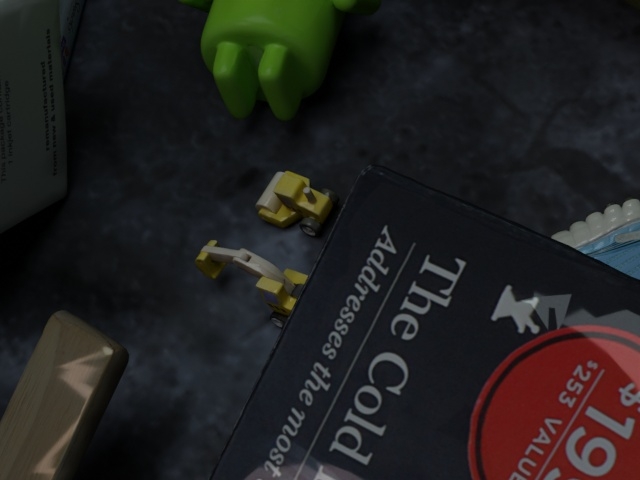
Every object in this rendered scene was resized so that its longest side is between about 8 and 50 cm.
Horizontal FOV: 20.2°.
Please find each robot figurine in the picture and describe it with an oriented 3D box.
[{"bbox_3d":[-0.022,-0.118,0.924,0.101,0.067,0.115,3,58,21],"label":"robot figurine"}]

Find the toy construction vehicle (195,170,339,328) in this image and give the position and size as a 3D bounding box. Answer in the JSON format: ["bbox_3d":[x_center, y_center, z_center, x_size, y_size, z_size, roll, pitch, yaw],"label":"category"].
[{"bbox_3d":[0.000,0.000,0.858,0.098,0.035,0.086,24,66,29],"label":"toy construction vehicle"}]

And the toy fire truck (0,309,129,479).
[{"bbox_3d":[-0.217,0.119,0.784,0.217,0.158,0.246,41,54,21],"label":"toy fire truck"}]

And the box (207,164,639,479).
[{"bbox_3d":[0.096,0.201,0.545,0.312,0.179,0.343,24,86,28],"label":"box"}]

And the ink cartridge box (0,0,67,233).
[{"bbox_3d":[-0.279,-0.045,0.826,0.211,0.122,0.289,7,20,21],"label":"ink cartridge box"}]

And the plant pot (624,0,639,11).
[{"bbox_3d":[0.155,-0.232,0.854,0.276,0.276,0.254,-39,67,-11],"label":"plant pot"}]

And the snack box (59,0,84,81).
[{"bbox_3d":[-0.183,-0.134,1.001,0.100,0.037,0.141,-1,57,14],"label":"snack box"}]

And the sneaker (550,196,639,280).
[{"bbox_3d":[0.096,0.039,0.788,0.162,0.063,0.073,-22,57,2],"label":"sneaker"}]
